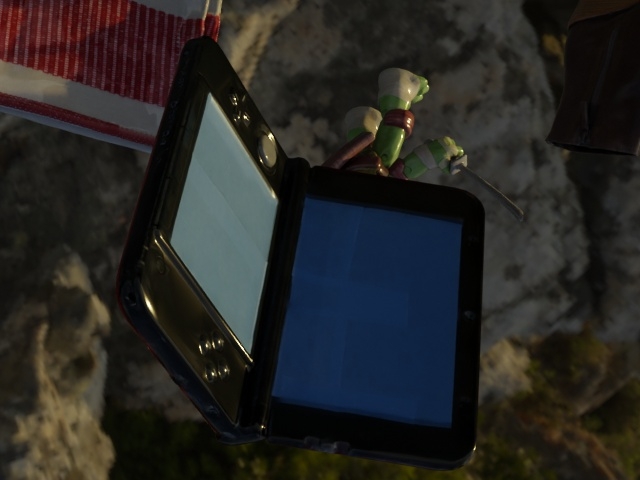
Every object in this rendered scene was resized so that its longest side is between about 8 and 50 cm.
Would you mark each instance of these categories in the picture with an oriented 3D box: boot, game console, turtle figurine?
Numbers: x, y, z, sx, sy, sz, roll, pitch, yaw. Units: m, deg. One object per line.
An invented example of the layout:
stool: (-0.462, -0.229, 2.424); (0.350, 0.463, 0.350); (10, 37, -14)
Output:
boot: (0.355, -0.183, 1.388); (0.090, 0.248, 0.207); (21, 81, -41)
game console: (0.000, 0.000, 0.500); (0.085, 0.144, 0.124); (-14, 132, 21)
turtle figurine: (0.113, -0.067, 1.707); (0.274, 0.266, 0.198); (0, 143, 6)

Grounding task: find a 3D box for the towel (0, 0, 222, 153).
towel: (-0.182, -0.250, 1.073); (0.237, 0.037, 0.329); (15, 77, -21)
